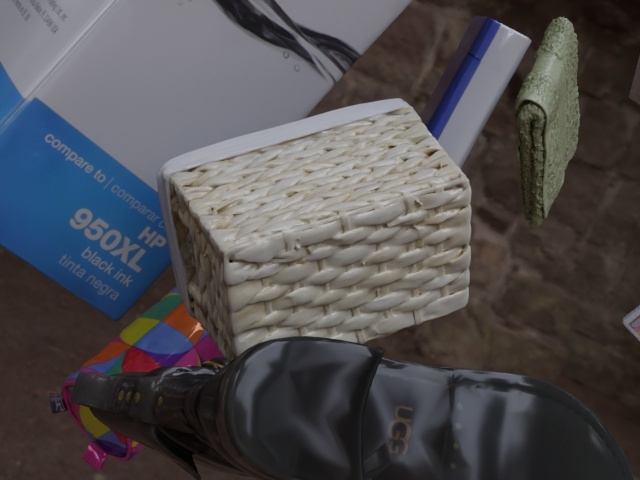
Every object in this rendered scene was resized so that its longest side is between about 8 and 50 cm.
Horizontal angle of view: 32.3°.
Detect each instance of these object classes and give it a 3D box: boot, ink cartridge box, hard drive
[{"bbox_3d":[0.011,0.110,0.607,0.263,0.091,0.229,24,-18,-20],"label":"boot"},{"bbox_3d":[-0.108,-0.184,0.805,0.166,0.395,0.285,40,4,-35],"label":"ink cartridge box"},{"bbox_3d":[0.073,-0.037,0.934,0.040,0.318,0.210,28,13,-1],"label":"hard drive"}]

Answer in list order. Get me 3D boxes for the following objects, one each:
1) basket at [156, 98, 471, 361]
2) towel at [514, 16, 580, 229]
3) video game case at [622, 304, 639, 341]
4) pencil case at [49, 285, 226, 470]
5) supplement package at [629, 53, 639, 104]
[{"bbox_3d":[0.000,0.000,0.665,0.167,0.113,0.103,-17,38,-16],"label":"basket"},{"bbox_3d":[0.181,-0.091,0.870,0.027,0.110,0.148,11,-35,23],"label":"towel"},{"bbox_3d":[0.321,0.083,0.904,0.122,0.087,0.011,46,22,-2],"label":"video game case"},{"bbox_3d":[-0.145,0.110,1.064,0.104,0.104,0.236,27,46,25],"label":"pencil case"},{"bbox_3d":[0.540,-0.214,1.287,0.263,0.199,0.198,41,-27,29],"label":"supplement package"}]
